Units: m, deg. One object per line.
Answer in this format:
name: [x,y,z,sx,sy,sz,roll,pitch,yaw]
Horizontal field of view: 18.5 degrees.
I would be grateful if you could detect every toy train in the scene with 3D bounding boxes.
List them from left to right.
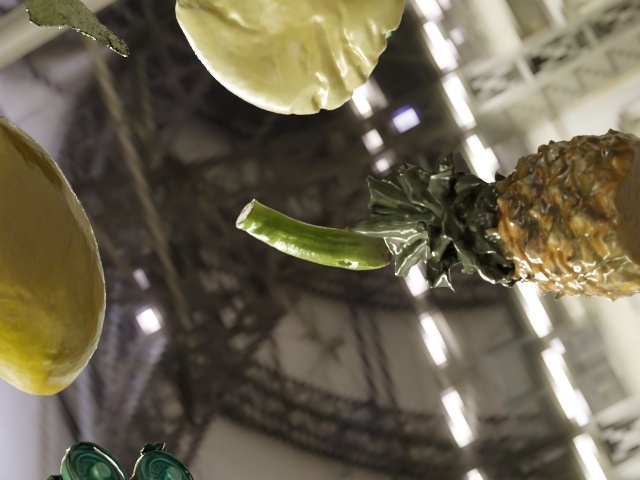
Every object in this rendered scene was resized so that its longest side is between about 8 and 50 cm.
toy train: [-0.175,0.270,1.724,0.203,0.112,0.163,10,-137,-46]

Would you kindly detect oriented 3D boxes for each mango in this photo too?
mango: [-0.291,-0.001,1.705,0.142,0.195,0.331,14,163,36]

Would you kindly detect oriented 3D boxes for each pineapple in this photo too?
pineapple: [0.143,-0.013,1.455,0.128,0.248,0.128,6,-98,-51]

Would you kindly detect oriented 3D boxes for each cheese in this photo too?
cheese: [-0.033,-0.240,1.974,0.226,0.214,0.117,29,-166,-14]

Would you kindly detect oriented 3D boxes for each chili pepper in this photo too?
chili pepper: [0.000,0.000,2.266,0.201,0.052,0.050,14,-172,-20]

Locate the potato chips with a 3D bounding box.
potato chips: [-0.283,-0.288,2.166,0.167,0.059,0.228,-67,-39,-57]
